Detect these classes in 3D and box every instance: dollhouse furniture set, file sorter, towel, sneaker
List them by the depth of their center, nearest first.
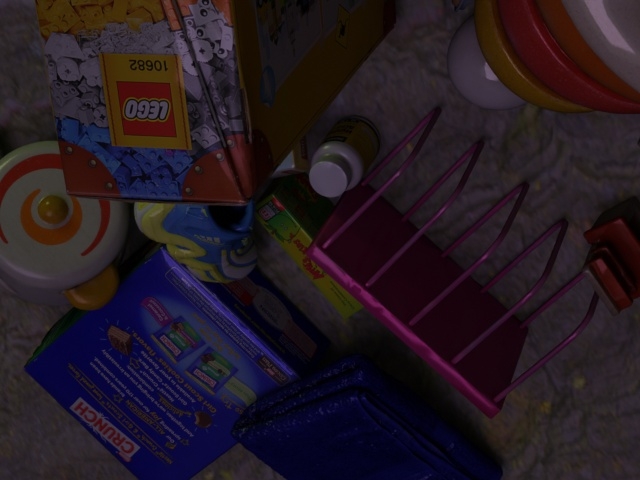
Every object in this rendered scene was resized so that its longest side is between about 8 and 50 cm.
[{"bbox_3d":[0.432,-0.020,1.878,0.259,0.135,0.262,-28,105,30],"label":"dollhouse furniture set"},{"bbox_3d":[0.170,0.015,1.958,0.291,0.202,0.182,42,120,-6],"label":"file sorter"},{"bbox_3d":[-0.114,-0.005,2.010,0.126,0.240,0.091,-1,75,31],"label":"sneaker"},{"bbox_3d":[0.061,0.281,2.147,0.228,0.076,0.308,-30,128,25],"label":"towel"}]

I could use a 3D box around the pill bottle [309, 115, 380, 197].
[{"bbox_3d":[0.027,-0.097,1.995,0.065,0.116,0.065,9,120,15],"label":"pill bottle"}]

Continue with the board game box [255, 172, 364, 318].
[{"bbox_3d":[0.000,0.000,2.074,0.043,0.092,0.181,-34,102,31],"label":"board game box"}]

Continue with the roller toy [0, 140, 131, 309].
[{"bbox_3d":[-0.336,-0.020,2.103,0.191,0.209,0.146,10,165,-6],"label":"roller toy"}]

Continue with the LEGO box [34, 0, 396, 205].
[{"bbox_3d":[-0.090,-0.307,1.667,0.193,0.500,0.372,4,117,18],"label":"LEGO box"}]

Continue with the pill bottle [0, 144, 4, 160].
[{"bbox_3d":[-0.451,-0.055,2.208,0.094,0.094,0.169,-1,117,21],"label":"pill bottle"}]

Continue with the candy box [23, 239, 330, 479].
[{"bbox_3d":[-0.192,0.153,2.213,0.268,0.122,0.317,45,122,-10],"label":"candy box"}]

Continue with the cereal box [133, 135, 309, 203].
[{"bbox_3d":[-0.135,-0.147,2.023,0.240,0.047,0.173,-9,82,25],"label":"cereal box"}]

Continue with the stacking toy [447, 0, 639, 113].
[{"bbox_3d":[0.276,-0.247,1.721,0.350,0.350,0.480,48,156,-9],"label":"stacking toy"}]

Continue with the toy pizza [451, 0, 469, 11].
[{"bbox_3d":[0.170,-0.338,1.757,0.032,0.201,0.201,20,123,-2],"label":"toy pizza"}]
